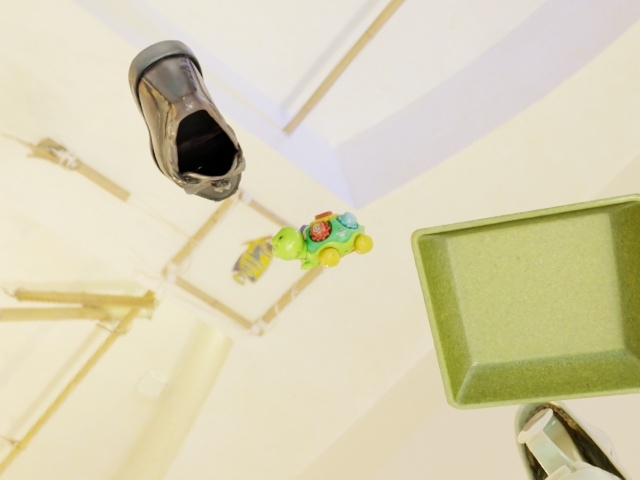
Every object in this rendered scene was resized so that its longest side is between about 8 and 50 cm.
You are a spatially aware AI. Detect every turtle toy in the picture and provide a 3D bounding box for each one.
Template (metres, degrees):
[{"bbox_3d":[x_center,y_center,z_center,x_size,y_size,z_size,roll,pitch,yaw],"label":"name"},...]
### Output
[{"bbox_3d":[0.000,0.000,0.913,0.130,0.066,0.095,-21,-175,-22],"label":"turtle toy"}]

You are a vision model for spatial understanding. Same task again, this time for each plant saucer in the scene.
[{"bbox_3d":[0.189,0.052,0.625,0.188,0.188,0.045,-9,-158,16],"label":"plant saucer"}]

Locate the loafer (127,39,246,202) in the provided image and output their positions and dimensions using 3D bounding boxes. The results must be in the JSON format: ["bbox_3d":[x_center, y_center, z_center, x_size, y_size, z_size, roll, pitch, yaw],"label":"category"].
[{"bbox_3d":[-0.149,-0.111,0.866,0.109,0.095,0.302,-31,157,-8],"label":"loafer"}]

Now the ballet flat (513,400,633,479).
[{"bbox_3d":[0.256,0.257,0.703,0.139,0.139,0.400,-51,179,10],"label":"ballet flat"}]
